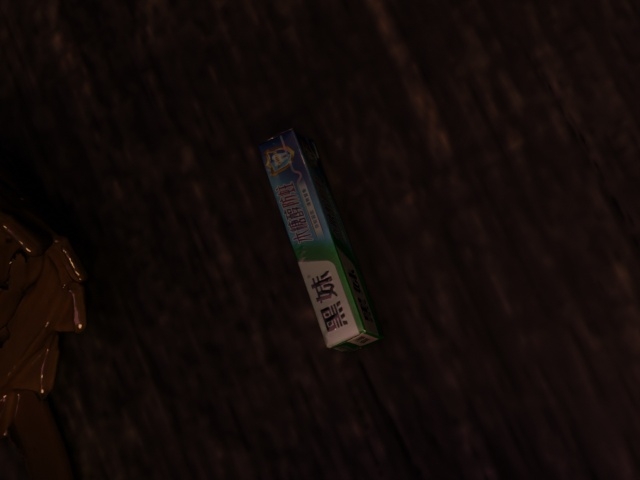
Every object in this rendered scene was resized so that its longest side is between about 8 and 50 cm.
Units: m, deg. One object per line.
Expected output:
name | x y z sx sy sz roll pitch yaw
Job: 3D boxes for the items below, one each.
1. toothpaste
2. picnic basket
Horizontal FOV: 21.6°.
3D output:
toothpaste | 0.000 0.000 0.615 0.017 0.020 0.083 -25 71 16
picnic basket | -0.149 0.045 0.619 0.138 0.128 0.178 -46 48 15
